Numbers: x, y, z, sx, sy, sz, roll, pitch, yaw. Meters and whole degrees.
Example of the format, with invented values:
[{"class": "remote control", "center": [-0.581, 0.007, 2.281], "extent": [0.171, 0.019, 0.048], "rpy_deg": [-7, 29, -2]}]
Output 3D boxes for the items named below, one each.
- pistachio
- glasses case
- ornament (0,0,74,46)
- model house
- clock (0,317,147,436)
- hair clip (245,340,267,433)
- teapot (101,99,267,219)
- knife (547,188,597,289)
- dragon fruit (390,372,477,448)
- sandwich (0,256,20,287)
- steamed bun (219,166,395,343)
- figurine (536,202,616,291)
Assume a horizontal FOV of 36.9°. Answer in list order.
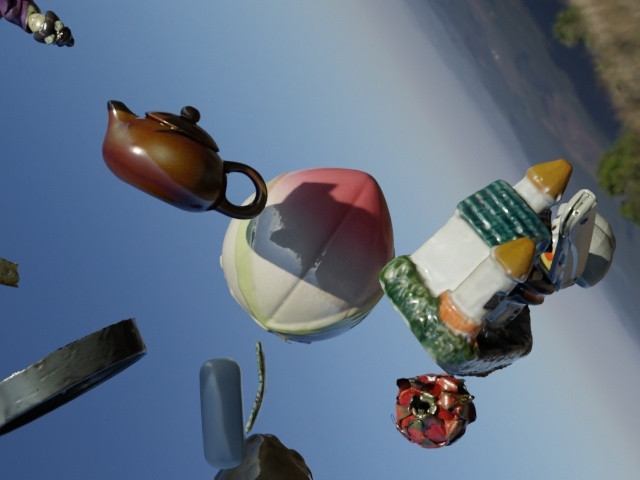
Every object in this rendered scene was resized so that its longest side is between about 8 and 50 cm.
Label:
[{"class": "pistachio", "center": [-0.114, 0.484, 1.723], "extent": [0.162, 0.261, 0.213], "rpy_deg": [11, -145, -46]}, {"class": "glasses case", "center": [-0.156, 0.276, 1.536], "extent": [0.045, 0.067, 0.179], "rpy_deg": [-57, -37, -88]}, {"class": "ornament", "center": [-0.349, -0.272, 1.035], "extent": [0.203, 0.088, 0.081], "rpy_deg": [30, 163, 20]}, {"class": "model house", "center": [0.272, 0.025, 1.360], "extent": [0.271, 0.301, 0.190], "rpy_deg": [6, -140, -53]}, {"class": "clock", "center": [-0.377, 0.202, 1.376], "extent": [0.055, 0.280, 0.280], "rpy_deg": [60, -167, 5]}, {"class": "hair clip", "center": [-0.137, 0.321, 2.112], "extent": [0.066, 0.036, 0.229], "rpy_deg": [85, -171, -51]}, {"class": "teapot", "center": [-0.181, -0.110, 1.299], "extent": [0.252, 0.135, 0.178], "rpy_deg": [25, -176, -15]}, {"class": "knife", "center": [0.376, 0.008, 1.445], "extent": [0.040, 0.073, 0.266], "rpy_deg": [44, 167, 23]}, {"class": "dragon fruit", "center": [0.268, 0.406, 2.309], "extent": [0.192, 0.193, 0.274], "rpy_deg": [24, -174, 25]}, {"class": "sandwich", "center": [-0.679, 0.053, 1.927], "extent": [0.162, 0.058, 0.193], "rpy_deg": [18, 169, -5]}, {"class": "steamed bun", "center": [0.000, 0.000, 1.619], "extent": [0.309, 0.309, 0.309], "rpy_deg": [53, -166, -19]}, {"class": "figurine", "center": [0.407, 0.031, 1.682], "extent": [0.133, 0.236, 0.176], "rpy_deg": [44, -138, -11]}]
